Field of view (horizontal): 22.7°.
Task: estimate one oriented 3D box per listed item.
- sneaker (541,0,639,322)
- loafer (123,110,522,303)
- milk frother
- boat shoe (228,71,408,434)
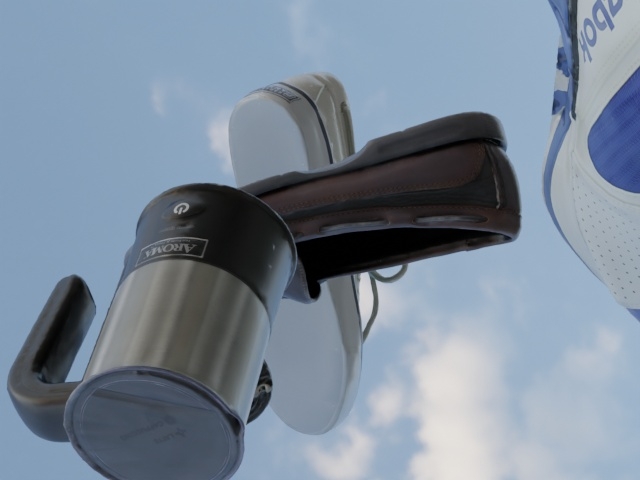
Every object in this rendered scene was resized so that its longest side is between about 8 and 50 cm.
[{"bbox_3d":[0.168,-0.025,0.625,0.315,0.127,0.182,65,180,-46],"label":"sneaker"},{"bbox_3d":[0.000,0.000,1.158,0.109,0.303,0.095,36,-145,-67],"label":"loafer"},{"bbox_3d":[-0.064,0.073,0.783,0.143,0.129,0.134,51,-147,-27],"label":"milk frother"},{"bbox_3d":[0.004,0.006,1.576,0.156,0.136,0.367,-32,-59,-46],"label":"boat shoe"}]
